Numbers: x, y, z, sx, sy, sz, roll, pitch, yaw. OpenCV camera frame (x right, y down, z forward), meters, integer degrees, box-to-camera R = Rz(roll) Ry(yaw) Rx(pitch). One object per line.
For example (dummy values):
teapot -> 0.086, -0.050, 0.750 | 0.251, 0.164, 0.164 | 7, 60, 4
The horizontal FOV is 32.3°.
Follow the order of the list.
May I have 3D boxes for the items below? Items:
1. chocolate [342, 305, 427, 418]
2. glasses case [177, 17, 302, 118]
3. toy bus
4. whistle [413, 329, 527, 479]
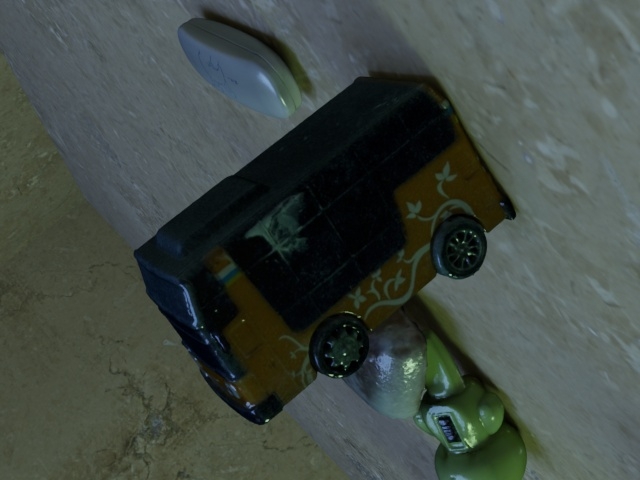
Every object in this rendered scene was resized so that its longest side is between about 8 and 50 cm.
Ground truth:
chocolate -> 0.041, 0.120, 1.568 | 0.303, 0.100, 0.185 | 49, 146, 40
glasses case -> -0.100, -0.211, 1.337 | 0.233, 0.059, 0.092 | 35, 162, 48
toy bus -> 0.000, 0.000, 1.050 | 0.194, 0.323, 0.162 | 58, 164, -24
whistle -> 0.207, 0.248, 1.566 | 0.141, 0.141, 0.294 | 8, 117, 70
